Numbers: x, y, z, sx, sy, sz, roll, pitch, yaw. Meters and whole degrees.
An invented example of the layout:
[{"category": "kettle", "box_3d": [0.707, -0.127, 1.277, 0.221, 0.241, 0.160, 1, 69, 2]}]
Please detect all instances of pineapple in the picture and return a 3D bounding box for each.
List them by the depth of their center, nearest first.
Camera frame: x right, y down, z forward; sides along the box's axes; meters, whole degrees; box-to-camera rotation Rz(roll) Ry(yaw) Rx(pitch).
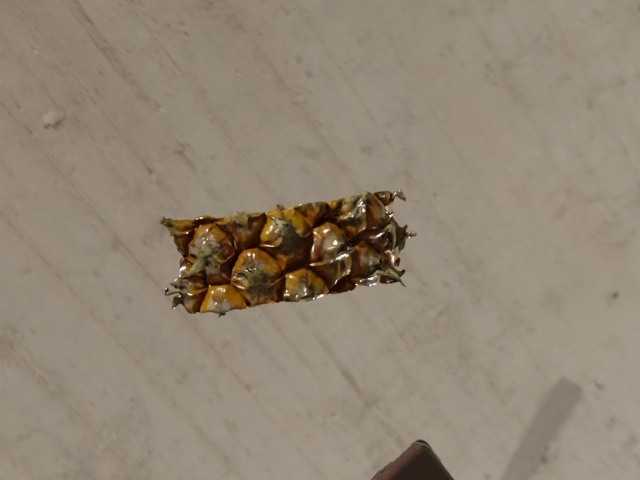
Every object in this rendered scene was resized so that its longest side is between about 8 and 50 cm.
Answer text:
[{"category": "pineapple", "box_3d": [0.000, 0.001, 0.948, 0.233, 0.135, 0.079, -16, -76, -51]}]

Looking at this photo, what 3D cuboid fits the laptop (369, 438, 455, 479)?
[{"category": "laptop", "box_3d": [0.053, 0.183, 0.400, 0.207, 0.026, 0.154, 53, -136, 3]}]
